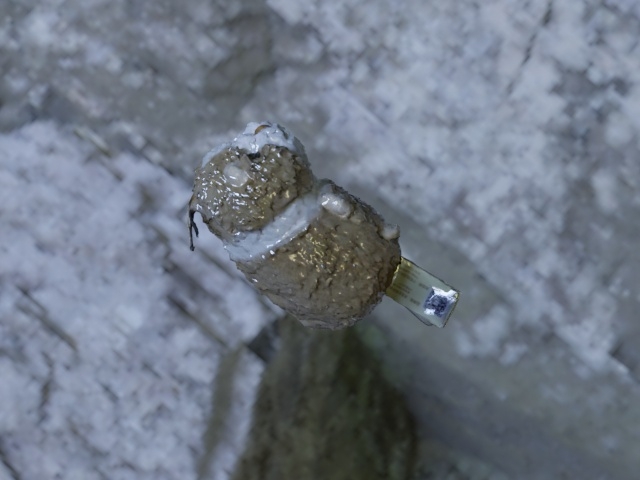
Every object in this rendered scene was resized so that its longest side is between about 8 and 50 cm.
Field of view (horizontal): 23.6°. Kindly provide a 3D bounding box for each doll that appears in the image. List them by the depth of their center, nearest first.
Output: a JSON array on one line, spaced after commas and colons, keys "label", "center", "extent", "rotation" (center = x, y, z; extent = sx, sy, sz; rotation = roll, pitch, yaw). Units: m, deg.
[{"label": "doll", "center": [-0.001, 0.002, 1.124], "extent": [0.221, 0.115, 0.105], "rotation": [34, 171, -25]}]
